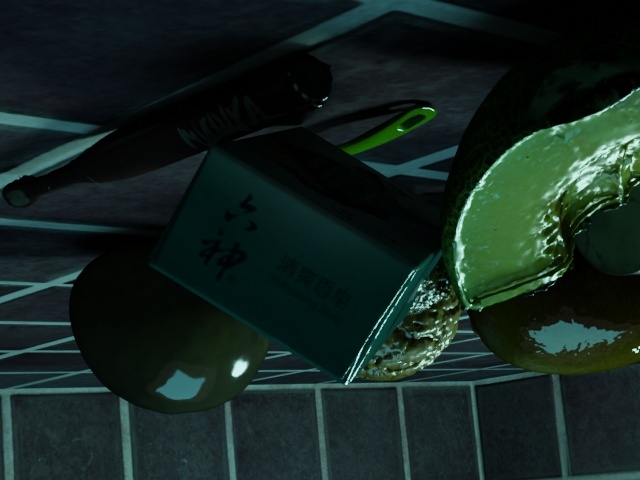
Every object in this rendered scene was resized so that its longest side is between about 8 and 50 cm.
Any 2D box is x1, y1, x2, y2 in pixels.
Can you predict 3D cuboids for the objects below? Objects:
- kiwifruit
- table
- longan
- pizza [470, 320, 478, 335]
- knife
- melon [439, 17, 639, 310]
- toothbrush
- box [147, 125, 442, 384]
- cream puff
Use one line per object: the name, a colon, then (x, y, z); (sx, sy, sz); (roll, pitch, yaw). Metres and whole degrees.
kiwifruit: (0.249, 0.025, 1.259); (0.234, 0.196, 0.196); (-12, 169, 0)
table: (0.251, -0.039, 1.072); (0.043, 0.133, 0.133); (-1, 169, -27)
longan: (-0.157, 0.090, 1.430); (0.220, 0.196, 0.196); (12, 163, -22)
pizza: (0.171, 0.007, 1.404); (0.069, 0.154, 0.194); (12, 151, 27)
knife: (0.023, -0.078, 1.065); (0.166, 0.023, 0.078); (-12, 172, 39)
melon: (0.178, -0.082, 0.867); (0.265, 0.129, 0.169); (-22, 144, 12)
toothbrush: (-0.129, -0.069, 0.986); (0.041, 0.041, 0.364); (5, 165, -44)
box: (0.000, 0.000, 0.931); (0.153, 0.092, 0.245); (32, -168, 6)
cream puff: (0.059, 0.028, 1.335); (0.183, 0.183, 0.169); (-4, 151, -6)
